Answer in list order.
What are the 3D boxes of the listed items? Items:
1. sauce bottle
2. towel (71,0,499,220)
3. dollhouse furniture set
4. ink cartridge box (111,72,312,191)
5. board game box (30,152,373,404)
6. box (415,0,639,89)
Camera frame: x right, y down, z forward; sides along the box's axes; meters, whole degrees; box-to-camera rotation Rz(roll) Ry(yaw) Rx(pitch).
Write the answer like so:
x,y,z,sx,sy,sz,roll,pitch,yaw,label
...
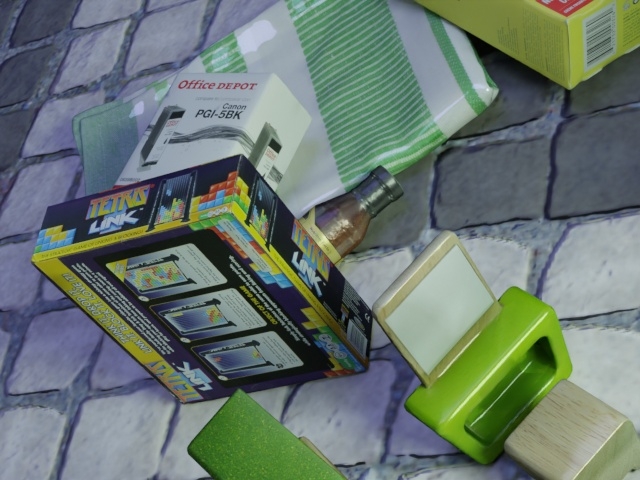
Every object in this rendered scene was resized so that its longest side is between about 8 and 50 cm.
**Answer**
x,y,z,sx,sy,sz,roll,pitch,yaw,label
0.000,0.000,0.933,0.128,0.042,0.042,-40,41,-6,sauce bottle
-0.040,-0.095,1.051,0.325,0.038,0.248,-28,42,10,towel
0.117,0.132,0.642,0.197,0.151,0.301,-46,42,-10,dollhouse furniture set
-0.081,-0.050,0.975,0.099,0.056,0.135,5,59,39,ink cartridge box
-0.067,0.030,0.852,0.141,0.170,0.048,-12,49,26,board game box
0.122,-0.190,0.974,0.087,0.058,0.232,-31,46,-19,box
